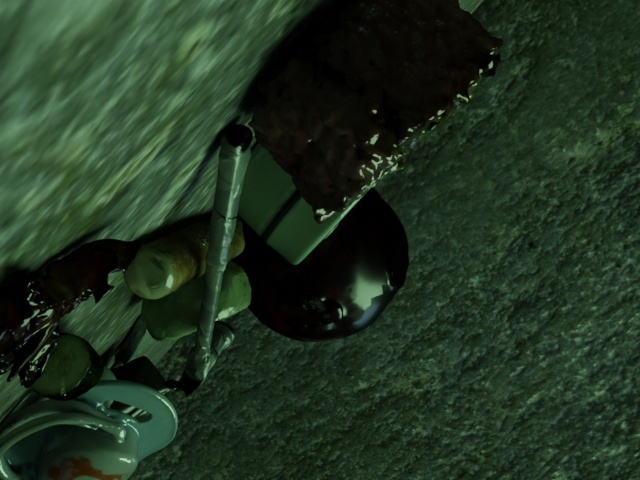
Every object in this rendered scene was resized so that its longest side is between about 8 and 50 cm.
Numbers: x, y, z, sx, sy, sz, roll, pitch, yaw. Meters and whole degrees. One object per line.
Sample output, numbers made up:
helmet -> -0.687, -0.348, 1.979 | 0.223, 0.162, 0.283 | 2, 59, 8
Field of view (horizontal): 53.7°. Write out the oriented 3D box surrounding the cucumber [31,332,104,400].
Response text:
cucumber -> -0.309, 0.160, 0.783 | 0.074, 0.074, 0.241 | -47, -179, -20

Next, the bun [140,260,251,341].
bun -> -0.213, 0.090, 1.053 | 0.196, 0.118, 0.195 | -22, -177, 1

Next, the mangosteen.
mangosteen -> 0.014, 0.008, 1.345 | 0.421, 0.381, 0.381 | -58, -175, -28

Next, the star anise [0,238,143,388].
star anise -> -0.236, 0.071, 0.513 | 0.157, 0.053, 0.212 | -48, -178, 18

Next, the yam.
yam -> -0.177, 0.015, 0.887 | 0.081, 0.081, 0.356 | -47, 180, 12

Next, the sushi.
sushi -> 0.047, -0.155, 0.694 | 0.270, 0.171, 0.236 | -45, 179, -23

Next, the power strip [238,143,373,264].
power strip -> 0.023, -0.136, 0.998 | 0.357, 0.161, 0.357 | -47, 180, 0

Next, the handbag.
handbag -> -0.457, 0.359, 1.285 | 0.257, 0.113, 0.285 | -40, -172, -37

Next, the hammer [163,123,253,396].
hammer -> -0.132, 0.036, 0.804 | 0.152, 0.044, 0.426 | -59, 168, -52

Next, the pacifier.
pacifier -> -0.379, 0.286, 1.005 | 0.299, 0.244, 0.233 | -44, -148, 14

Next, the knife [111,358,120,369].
knife -> -0.485, 0.298, 1.517 | 0.035, 0.018, 0.247 | -51, -177, -30

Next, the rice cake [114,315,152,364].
rice cake -> -0.359, 0.180, 1.327 | 0.124, 0.038, 0.211 | -47, 180, -39
